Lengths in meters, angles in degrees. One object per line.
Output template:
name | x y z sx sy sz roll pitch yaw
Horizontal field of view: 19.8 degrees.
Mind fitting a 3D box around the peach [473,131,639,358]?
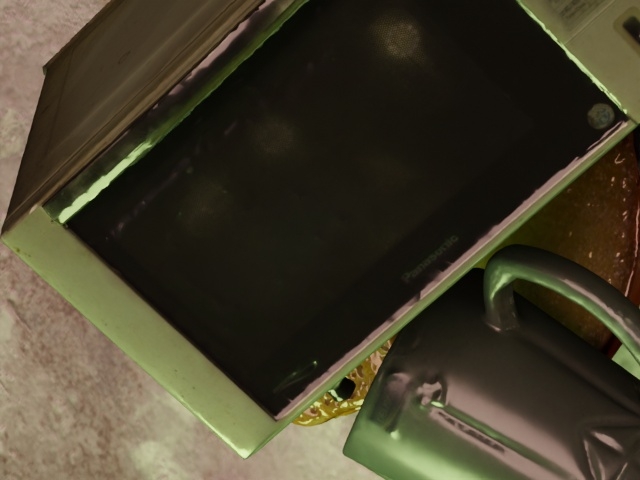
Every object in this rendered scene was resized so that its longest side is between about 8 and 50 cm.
peach | 0.164 -0.002 1.314 0.189 0.068 0.279 35 112 32

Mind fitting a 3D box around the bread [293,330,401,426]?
bread | -0.001 0.000 1.404 0.139 0.077 0.271 -24 82 29

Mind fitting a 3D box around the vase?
vase | 0.173 0.135 1.180 0.301 0.156 0.251 30 133 27

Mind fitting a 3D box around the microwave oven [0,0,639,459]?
microwave oven | 0.029 -0.106 1.161 0.394 0.333 0.247 -42 110 18
